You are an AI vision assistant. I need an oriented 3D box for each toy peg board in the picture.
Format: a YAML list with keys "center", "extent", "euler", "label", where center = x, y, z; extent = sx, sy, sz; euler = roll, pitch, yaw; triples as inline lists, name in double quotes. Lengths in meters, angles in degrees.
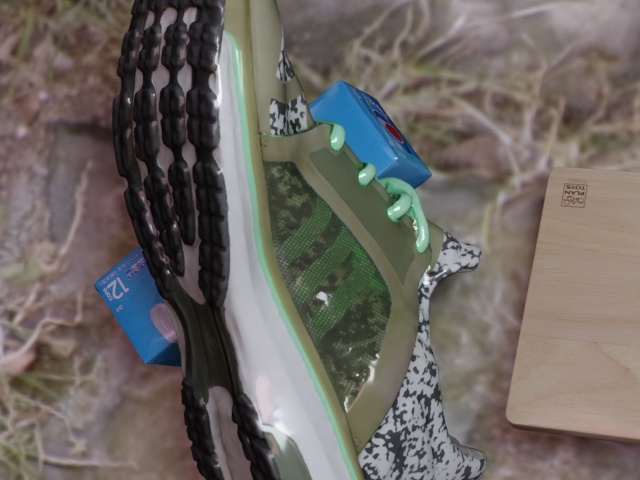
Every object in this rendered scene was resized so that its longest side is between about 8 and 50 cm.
- center: [0.207, 0.050, 1.049]
  extent: [0.161, 0.079, 0.160]
  euler: [5, 71, 20]
  label: "toy peg board"

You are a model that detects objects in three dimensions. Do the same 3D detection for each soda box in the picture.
- center: [-0.037, -0.007, 1.138]
  extent: [0.210, 0.071, 0.067]
  euler: [-39, 72, 12]
  label: "soda box"

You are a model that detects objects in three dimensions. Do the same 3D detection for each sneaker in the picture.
- center: [0.000, 0.000, 1.046]
  extent: [0.158, 0.182, 0.410]
  euler: [19, 123, 59]
  label: "sneaker"
